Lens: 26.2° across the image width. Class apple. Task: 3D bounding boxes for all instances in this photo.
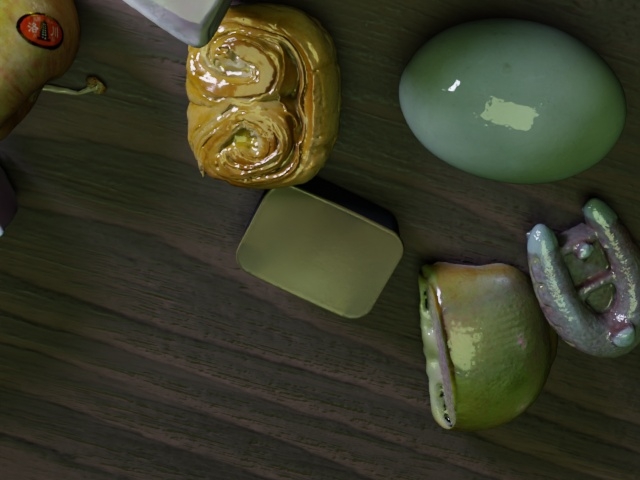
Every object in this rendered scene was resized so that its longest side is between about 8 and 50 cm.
[{"bbox_3d":[0.243,0.154,1.902,0.193,0.120,0.265,-10,115,-7],"label":"apple"},{"bbox_3d":[-0.414,-0.234,1.671,0.194,0.261,0.261,45,108,-5],"label":"apple"}]

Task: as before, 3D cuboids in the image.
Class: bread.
[{"bbox_3d":[-0.071,-0.183,1.747,0.198,0.120,0.236,1,107,4],"label":"bread"}]

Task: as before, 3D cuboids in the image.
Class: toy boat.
[{"bbox_3d":[0.371,0.061,1.854,0.155,0.085,0.227,-27,111,-5],"label":"toy boat"}]

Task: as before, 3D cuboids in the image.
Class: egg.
[{"bbox_3d":[0.237,-0.172,1.708,0.283,0.203,0.203,10,114,3],"label":"egg"}]

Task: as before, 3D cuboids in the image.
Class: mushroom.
[{"bbox_3d":[-0.423,-0.217,1.806,0.286,0.026,0.028,8,98,0],"label":"mushroom"}]

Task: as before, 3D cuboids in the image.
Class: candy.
[{"bbox_3d":[-0.132,-0.363,1.554,0.145,0.358,0.208,27,108,-10],"label":"candy"}]

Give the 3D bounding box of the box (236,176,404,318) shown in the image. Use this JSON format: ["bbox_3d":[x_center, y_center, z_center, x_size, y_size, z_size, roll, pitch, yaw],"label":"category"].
[{"bbox_3d":[0.000,0.000,1.851,0.201,0.090,0.144,24,112,-9],"label":"box"}]

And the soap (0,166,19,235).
[{"bbox_3d":[-0.633,-0.013,1.796,0.446,0.156,0.261,-21,102,3],"label":"soap"}]
